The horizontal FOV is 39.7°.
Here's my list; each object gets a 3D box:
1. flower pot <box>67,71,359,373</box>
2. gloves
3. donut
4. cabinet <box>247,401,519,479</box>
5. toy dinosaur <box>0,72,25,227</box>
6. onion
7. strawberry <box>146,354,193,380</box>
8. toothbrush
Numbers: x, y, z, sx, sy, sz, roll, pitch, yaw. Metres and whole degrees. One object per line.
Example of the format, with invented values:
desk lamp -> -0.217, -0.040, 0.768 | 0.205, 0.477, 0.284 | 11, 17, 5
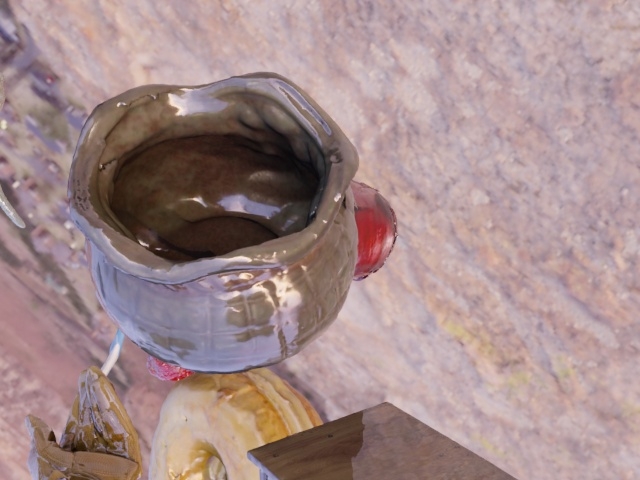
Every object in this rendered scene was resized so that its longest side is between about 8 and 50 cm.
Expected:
flower pot -> -0.101, -0.028, 0.889 | 0.302, 0.302, 0.213 | 32, 148, 20
gloves -> -0.335, 0.308, 1.252 | 0.141, 0.154, 0.331 | 55, -176, -21
donut -> -0.149, 0.429, 1.619 | 0.449, 0.448, 0.198 | 21, -164, 41
cabinet -> 0.056, 0.253, 0.652 | 0.215, 0.148, 0.174 | 23, 120, 55
toy dinosaur -> -0.541, -0.190, 1.331 | 0.092, 0.205, 0.392 | -17, 113, 41
onion -> 0.000, 0.000, 1.423 | 0.252, 0.252, 0.219 | 9, 103, 54
strawberry -> -0.263, 0.201, 1.568 | 0.106, 0.106, 0.106 | 34, 159, 15
toothbrush -> -0.351, 0.171, 1.523 | 0.040, 0.386, 0.040 | 21, 152, 12
